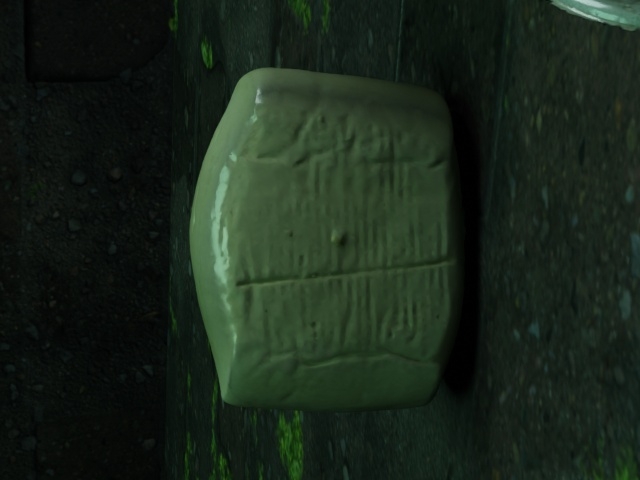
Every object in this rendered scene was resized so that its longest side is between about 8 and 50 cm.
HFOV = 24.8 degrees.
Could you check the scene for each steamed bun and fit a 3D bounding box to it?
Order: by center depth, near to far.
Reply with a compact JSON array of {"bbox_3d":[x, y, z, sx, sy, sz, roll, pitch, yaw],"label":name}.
[{"bbox_3d":[0.000,0.000,1.078,0.155,0.200,0.250,-157,69,-76],"label":"steamed bun"}]

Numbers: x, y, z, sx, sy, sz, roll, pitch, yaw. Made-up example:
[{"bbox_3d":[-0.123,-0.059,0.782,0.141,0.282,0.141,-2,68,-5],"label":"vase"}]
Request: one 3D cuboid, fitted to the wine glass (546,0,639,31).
[{"bbox_3d":[0.157,-0.207,0.569,0.126,0.126,0.241,-119,27,-61],"label":"wine glass"}]
